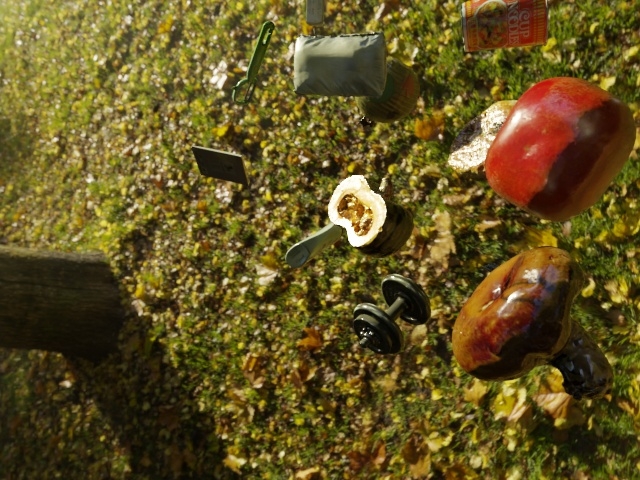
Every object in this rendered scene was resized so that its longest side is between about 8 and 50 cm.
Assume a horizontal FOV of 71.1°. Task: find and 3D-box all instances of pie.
[{"bbox_3d":[0.532,-0.317,1.414,0.315,0.092,0.315,-40,28,26],"label":"pie"}]

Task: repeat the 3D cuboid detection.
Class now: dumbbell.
[{"bbox_3d":[0.221,0.227,1.384,0.192,0.191,0.290,30,56,35],"label":"dumbbell"}]

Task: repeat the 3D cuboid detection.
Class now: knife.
[{"bbox_3d":[-0.142,-0.354,0.908,0.212,0.055,0.015,-50,59,51],"label":"knife"}]

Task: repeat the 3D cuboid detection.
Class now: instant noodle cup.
[{"bbox_3d":[0.502,-0.612,1.232,0.213,0.193,0.192,-4,79,22],"label":"instant noodle cup"}]

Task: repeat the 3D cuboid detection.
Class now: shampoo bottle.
[{"bbox_3d":[0.000,0.000,1.741,0.078,0.359,0.134,48,121,5],"label":"shampoo bottle"}]

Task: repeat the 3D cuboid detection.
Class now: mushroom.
[{"bbox_3d":[0.367,0.151,0.821,0.268,0.254,0.267,-29,22,13],"label":"mushroom"}]

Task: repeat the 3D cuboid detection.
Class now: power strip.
[{"bbox_3d":[-0.016,-0.865,1.581,0.060,0.027,0.252,9,113,15],"label":"power strip"}]

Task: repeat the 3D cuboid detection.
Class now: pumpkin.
[{"bbox_3d":[0.160,-0.087,1.353,0.221,0.139,0.317,-51,31,12],"label":"pumpkin"}]

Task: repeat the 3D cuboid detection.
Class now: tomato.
[{"bbox_3d":[0.562,-0.211,1.070,0.293,0.290,0.324,57,137,36],"label":"tomato"}]

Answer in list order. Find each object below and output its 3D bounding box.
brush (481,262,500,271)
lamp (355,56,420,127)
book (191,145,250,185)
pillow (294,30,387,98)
[{"bbox_3d":[0.518,0.103,1.177,0.191,0.034,0.027,31,92,39],"label":"brush"},{"bbox_3d":[0.235,-0.546,1.698,0.250,0.250,0.284,52,122,30],"label":"lamp"},{"bbox_3d":[-0.320,-0.240,1.440,0.182,0.127,0.014,13,54,14],"label":"book"},{"bbox_3d":[0.036,-0.370,0.946,0.230,0.051,0.128,14,109,31],"label":"pillow"}]
